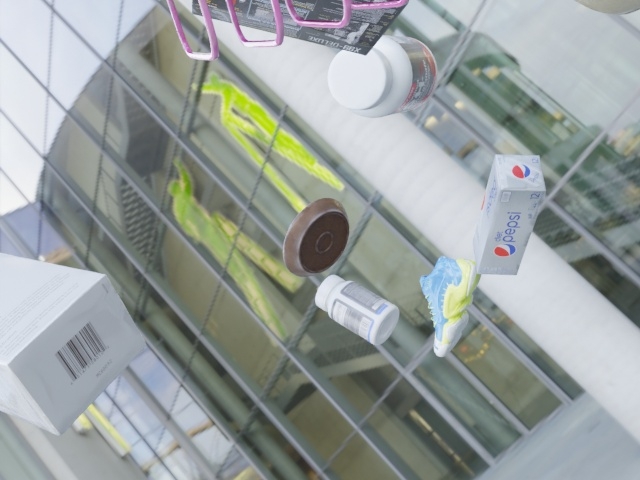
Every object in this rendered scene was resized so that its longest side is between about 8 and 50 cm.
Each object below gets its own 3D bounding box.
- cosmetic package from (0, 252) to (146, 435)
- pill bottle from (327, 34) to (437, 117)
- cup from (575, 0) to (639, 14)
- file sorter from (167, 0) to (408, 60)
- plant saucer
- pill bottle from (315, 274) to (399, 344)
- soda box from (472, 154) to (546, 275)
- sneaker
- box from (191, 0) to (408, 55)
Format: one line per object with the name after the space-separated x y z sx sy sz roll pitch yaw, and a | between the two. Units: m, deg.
-0.477 0.138 1.158 0.197 0.366 0.155 -49 -48 -36 | cosmetic package
0.136 -0.364 1.668 0.176 0.176 0.318 -52 -11 26 | pill bottle
0.512 -0.518 1.238 0.331 0.331 0.237 -35 -23 -30 | cup
-0.022 -0.309 0.776 0.291 0.182 0.202 -21 20 -14 | file sorter
0.000 0.000 1.466 0.168 0.029 0.168 -27 -48 -34 | plant saucer
0.063 0.119 1.327 0.078 0.137 0.078 -39 -35 -34 | pill bottle
0.385 -0.047 1.562 0.286 0.091 0.098 89 -178 -53 | soda box
0.283 0.144 1.748 0.091 0.126 0.240 -7 -62 -63 | sneaker
-0.037 -0.383 1.143 0.242 0.307 0.076 158 122 -79 | box
